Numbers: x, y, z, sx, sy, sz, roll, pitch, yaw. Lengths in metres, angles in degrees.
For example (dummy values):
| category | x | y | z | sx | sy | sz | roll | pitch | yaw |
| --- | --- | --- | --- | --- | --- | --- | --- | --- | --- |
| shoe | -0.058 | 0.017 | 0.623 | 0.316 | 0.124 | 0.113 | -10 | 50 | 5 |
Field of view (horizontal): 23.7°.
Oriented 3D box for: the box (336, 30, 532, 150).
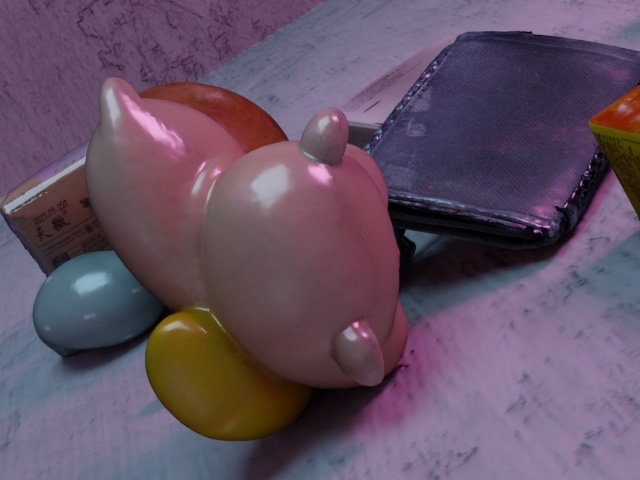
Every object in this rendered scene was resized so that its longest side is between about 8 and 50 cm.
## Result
| category | x | y | z | sx | sy | sz | roll | pitch | yaw |
| --- | --- | --- | --- | --- | --- | --- | --- | --- | --- |
| box | 0.141 | -0.155 | 1.812 | 0.203 | 0.106 | 0.251 | -36 | 18 | -12 |

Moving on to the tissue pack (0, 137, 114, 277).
| category | x | y | z | sx | sy | sz | roll | pitch | yaw |
| --- | --- | --- | --- | --- | --- | --- | --- | --- | --- |
| tissue pack | -0.269 | -0.035 | 2.033 | 0.256 | 0.215 | 0.123 | -35 | 27 | -11 |

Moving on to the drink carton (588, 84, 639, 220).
| category | x | y | z | sx | sy | sz | roll | pitch | yaw |
| --- | --- | --- | --- | --- | --- | --- | --- | --- | --- |
| drink carton | 0.354 | -0.068 | 1.150 | 0.154 | 0.111 | 0.351 | -34 | 16 | -7 |

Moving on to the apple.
| category | x | y | z | sx | sy | sz | roll | pitch | yaw |
| --- | --- | --- | --- | --- | --- | --- | --- | --- | --- |
| apple | -0.147 | -0.063 | 1.808 | 0.253 | 0.253 | 0.253 | -29 | 16 | 9 |

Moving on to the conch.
| category | x | y | z | sx | sy | sz | roll | pitch | yaw |
| --- | --- | --- | --- | --- | --- | --- | --- | --- | --- |
| conch | -0.273 | 0.075 | 1.910 | 0.185 | 0.121 | 0.221 | -7 | -6 | -35 |

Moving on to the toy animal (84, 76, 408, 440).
| category | x | y | z | sx | sy | sz | roll | pitch | yaw |
| --- | --- | --- | --- | --- | --- | --- | --- | --- | --- |
| toy animal | -0.028 | -0.009 | 1.346 | 0.247 | 0.345 | 0.277 | -34 | -21 | 31 |

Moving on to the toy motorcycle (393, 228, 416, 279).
| category | x | y | z | sx | sy | sz | roll | pitch | yaw |
| --- | --- | --- | --- | --- | --- | --- | --- | --- | --- |
| toy motorcycle | 0.000 | 0.000 | 1.614 | 0.272 | 0.123 | 0.182 | -9 | 49 | 57 |

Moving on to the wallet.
| category | x | y | z | sx | sy | sz | roll | pitch | yaw |
| --- | --- | --- | --- | --- | --- | --- | --- | --- | --- |
| wallet | 0.183 | -0.102 | 1.529 | 0.237 | 0.075 | 0.342 | 8 | 37 | 25 |
